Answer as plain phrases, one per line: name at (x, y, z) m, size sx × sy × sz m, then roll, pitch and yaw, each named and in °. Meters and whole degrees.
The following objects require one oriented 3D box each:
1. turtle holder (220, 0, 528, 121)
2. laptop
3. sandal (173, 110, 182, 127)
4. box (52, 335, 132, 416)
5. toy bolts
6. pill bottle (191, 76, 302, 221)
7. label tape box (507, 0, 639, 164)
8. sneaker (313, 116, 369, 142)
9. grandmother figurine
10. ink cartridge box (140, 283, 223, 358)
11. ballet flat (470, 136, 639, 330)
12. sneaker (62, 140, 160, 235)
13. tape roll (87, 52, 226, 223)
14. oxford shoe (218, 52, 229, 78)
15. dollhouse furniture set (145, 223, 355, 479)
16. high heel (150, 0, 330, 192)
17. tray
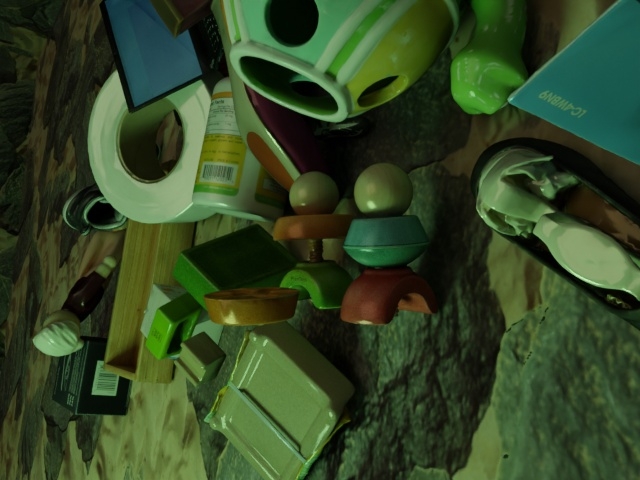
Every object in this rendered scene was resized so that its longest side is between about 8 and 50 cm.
turtle holder at (0.044, -0.239, 0.679) m, size 0.227 × 0.320 × 0.243 m, roll -64°, pitch 14°, yaw -10°
laptop at (-0.241, -0.371, 0.977) m, size 0.234 × 0.136 × 0.264 m, roll 70°, pitch 153°, yaw 18°
sandal at (-0.243, -0.241, 1.249) m, size 0.219 × 0.090 × 0.060 m, roll 60°, pitch 150°, yaw 37°
box at (-0.493, 0.288, 1.391) m, size 0.207 × 0.108 × 0.153 m, roll -3°, pitch 77°, yaw 55°
toy bolts at (0.000, 0.000, 0.684) m, size 0.228 × 0.218 × 0.158 m, roll 0°, pitch 93°, yaw 44°
pill bottle at (-0.100, -0.159, 0.947) m, size 0.136 × 0.136 × 0.245 m, roll 5°, pitch 83°, yaw 56°
label tape box at (0.273, -0.188, 0.315) m, size 0.347 × 0.249 × 0.115 m, roll -47°, pitch 45°, yaw 37°
sneaker at (0.027, -0.158, 0.849) m, size 0.109 × 0.040 × 0.043 m, roll 7°, pitch 83°, yaw 56°
grandmother figurine at (-0.493, 0.104, 1.353) m, size 0.342 × 0.104 × 0.208 m, roll -75°, pitch 12°, yaw -48°
ink cartridge box at (-0.238, 0.135, 1.087) m, size 0.143 × 0.092 × 0.090 m, roll 26°, pitch 100°, yaw 55°
ballet flat at (0.193, -0.022, 0.513) m, size 0.280 × 0.096 × 0.095 m, roll 47°, pitch 118°, yaw 51°
sneaker at (-0.435, -0.113, 1.395) m, size 0.268 × 0.101 × 0.153 m, roll -48°, pitch 36°, yaw -10°
tape roll at (-0.262, -0.171, 1.104) m, size 0.286 × 0.100 × 0.286 m, roll 1°, pitch 92°, yaw 27°
oxford shoe at (-0.180, -0.390, 1.177) m, size 0.130 × 0.133 × 0.363 m, roll -3°, pitch 92°, yaw 27°
dollhouse furniture set at (-0.068, 0.156, 0.859) m, size 0.301 × 0.151 × 0.197 m, roll 41°, pitch 125°, yaw 22°
high heel at (-0.046, -0.223, 0.822) m, size 0.181 × 0.377 × 0.127 m, roll -38°, pitch 17°, yaw -16°
tray at (-0.330, 0.061, 1.265) m, size 0.203 × 0.076 × 0.411 m, roll -6°, pitch 74°, yaw 55°
